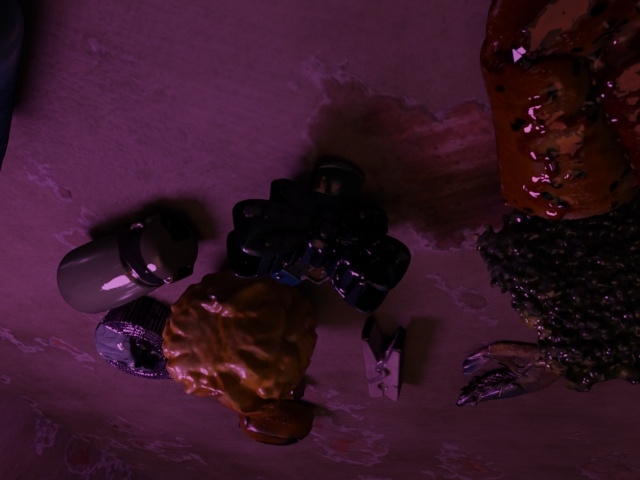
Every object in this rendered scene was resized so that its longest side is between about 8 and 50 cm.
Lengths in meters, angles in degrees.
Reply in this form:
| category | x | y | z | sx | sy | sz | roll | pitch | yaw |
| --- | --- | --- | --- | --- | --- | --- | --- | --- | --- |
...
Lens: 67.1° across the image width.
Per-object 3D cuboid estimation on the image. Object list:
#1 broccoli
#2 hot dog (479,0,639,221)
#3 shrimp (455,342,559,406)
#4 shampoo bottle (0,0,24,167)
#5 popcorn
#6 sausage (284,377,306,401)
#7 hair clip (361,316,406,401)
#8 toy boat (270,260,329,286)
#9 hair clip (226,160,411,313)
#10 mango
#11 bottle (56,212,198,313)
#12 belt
| category | x | y | z | sx | sy | sz | roll | pitch | yaw |
| --- | --- | --- | --- | --- | --- | --- | --- | --- | --- |
| broccoli | 0.405 | 0.076 | 0.769 | 0.348 | 0.293 | 0.281 | 17 | -179 | 12 |
| hot dog | 0.370 | -0.201 | 0.527 | 0.368 | 0.196 | 0.365 | -8 | 130 | 23 |
| shrimp | 0.425 | 0.325 | 1.173 | 0.178 | 0.075 | 0.289 | 45 | 133 | -18 |
| shampoo bottle | -0.637 | -0.243 | 0.700 | 0.331 | 0.331 | 0.343 | 33 | 136 | -18 |
| popcorn | -0.171 | 0.232 | 1.123 | 0.349 | 0.348 | 0.381 | 6 | 163 | 12 |
| sausage | -0.231 | 0.463 | 1.532 | 0.372 | 0.082 | 0.082 | -5 | 134 | 24 |
| hair clip | 0.163 | 0.318 | 1.236 | 0.101 | 0.085 | 0.330 | 7 | 140 | 14 |
| toy boat | -0.059 | 0.034 | 0.979 | 0.215 | 0.102 | 0.088 | 37 | 137 | -16 |
| hair clip | -0.002 | -0.006 | 0.849 | 0.310 | 0.206 | 0.194 | 18 | 145 | -8 |
| mango | -0.145 | 0.586 | 1.594 | 0.249 | 0.151 | 0.155 | 3 | 97 | 4 |
| bottle | -0.426 | 0.051 | 1.085 | 0.347 | 0.168 | 0.168 | -19 | 128 | 28 |
| belt | -0.519 | 0.296 | 1.413 | 0.261 | 0.122 | 0.324 | 11 | 138 | 0 |
